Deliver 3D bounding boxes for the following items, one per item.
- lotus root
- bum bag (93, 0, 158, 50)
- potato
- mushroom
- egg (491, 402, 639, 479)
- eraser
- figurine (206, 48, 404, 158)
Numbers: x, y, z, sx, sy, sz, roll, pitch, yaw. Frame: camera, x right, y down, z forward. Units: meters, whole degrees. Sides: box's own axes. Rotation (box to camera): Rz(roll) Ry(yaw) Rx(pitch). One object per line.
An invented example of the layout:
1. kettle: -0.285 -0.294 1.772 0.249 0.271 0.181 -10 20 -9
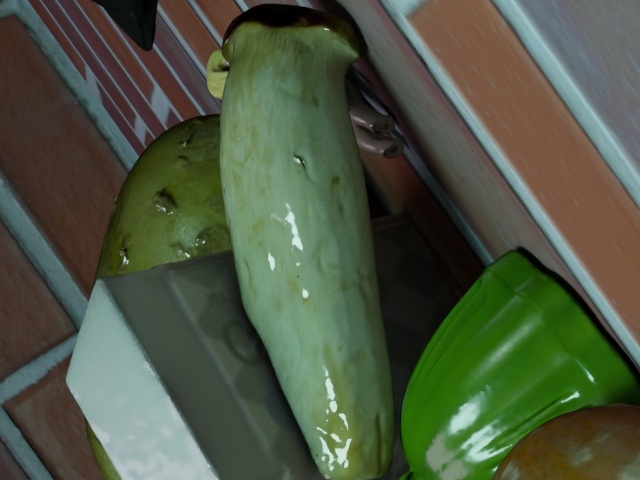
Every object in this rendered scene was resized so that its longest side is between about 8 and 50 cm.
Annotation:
1. lotus root: 0.117 0.124 1.344 0.186 0.186 0.186 53 172 10
2. bum bag: -0.187 -0.290 1.689 0.144 0.095 0.340 59 169 24
3. potato: -0.086 0.067 1.673 0.219 0.359 0.270 15 171 22
4. mushroom: -0.012 0.000 1.365 0.087 0.107 0.333 -2 -96 -53
5. egg: 0.185 0.197 1.168 0.233 0.195 0.195 44 168 43
6. eraser: -0.010 0.105 1.452 0.397 0.082 0.213 -11 -114 -56
7. figurine: -0.012 -0.111 1.497 0.187 0.083 0.083 36 162 38
